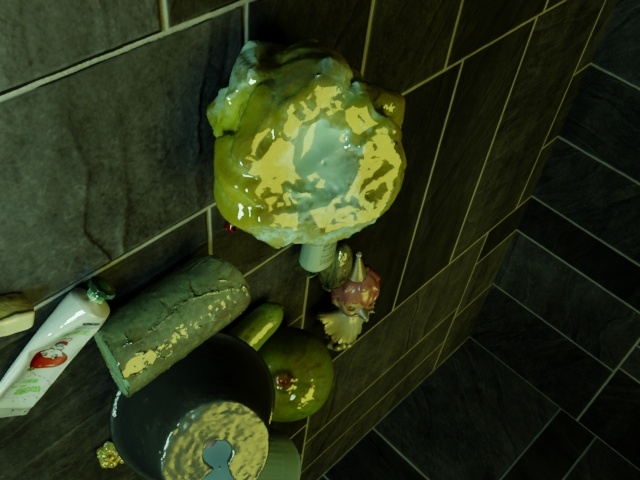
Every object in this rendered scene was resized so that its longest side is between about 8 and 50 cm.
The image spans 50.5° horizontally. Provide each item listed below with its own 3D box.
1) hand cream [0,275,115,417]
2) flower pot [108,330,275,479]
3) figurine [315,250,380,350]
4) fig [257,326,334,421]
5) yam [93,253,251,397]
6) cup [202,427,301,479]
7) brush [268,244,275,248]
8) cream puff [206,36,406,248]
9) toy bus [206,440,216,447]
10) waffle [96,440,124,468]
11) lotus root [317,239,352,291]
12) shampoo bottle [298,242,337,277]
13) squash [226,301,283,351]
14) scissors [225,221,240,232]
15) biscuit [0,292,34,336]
[{"bbox_3d":[-0.486,0.203,1.224,0.336,0.076,0.121,-49,154,11],"label":"hand cream"},{"bbox_3d":[-0.247,0.388,1.441,0.379,0.251,0.379,-3,99,-19],"label":"flower pot"},{"bbox_3d":[0.100,0.175,2.016,0.207,0.166,0.387,-8,137,-27],"label":"figurine"},{"bbox_3d":[-0.085,0.362,1.892,0.258,0.258,0.326,-55,172,8],"label":"fig"},{"bbox_3d":[-0.297,0.158,1.343,0.304,0.168,0.168,-37,151,-30],"label":"yam"},{"bbox_3d":[-0.267,0.684,2.058,0.311,0.331,0.256,43,52,-63],"label":"cup"},{"bbox_3d":[-0.067,-0.051,1.623,0.170,0.014,0.043,-52,156,-2],"label":"brush"},{"bbox_3d":[-0.028,-0.181,1.204,0.378,0.275,0.378,-6,112,-15],"label":"cream puff"},{"bbox_3d":[-0.277,0.390,1.673,0.202,0.142,0.142,-65,173,28],"label":"toy bus"},{"bbox_3d":[-0.451,0.469,1.640,0.192,0.046,0.160,-22,143,-49],"label":"waffle"},{"bbox_3d":[0.043,0.069,1.874,0.080,0.089,0.179,-32,148,-47],"label":"lotus root"},{"bbox_3d":[0.000,0.000,1.710,0.118,0.087,0.234,-51,161,-43],"label":"shampoo bottle"},{"bbox_3d":[-0.171,0.226,1.739,0.188,0.095,0.095,-48,155,-18],"label":"squash"},{"bbox_3d":[-0.115,-0.127,1.439,0.248,0.017,0.144,-43,154,-20],"label":"scissors"},{"bbox_3d":[-0.533,0.130,1.043,0.188,0.056,0.052,-17,138,-52],"label":"biscuit"}]
